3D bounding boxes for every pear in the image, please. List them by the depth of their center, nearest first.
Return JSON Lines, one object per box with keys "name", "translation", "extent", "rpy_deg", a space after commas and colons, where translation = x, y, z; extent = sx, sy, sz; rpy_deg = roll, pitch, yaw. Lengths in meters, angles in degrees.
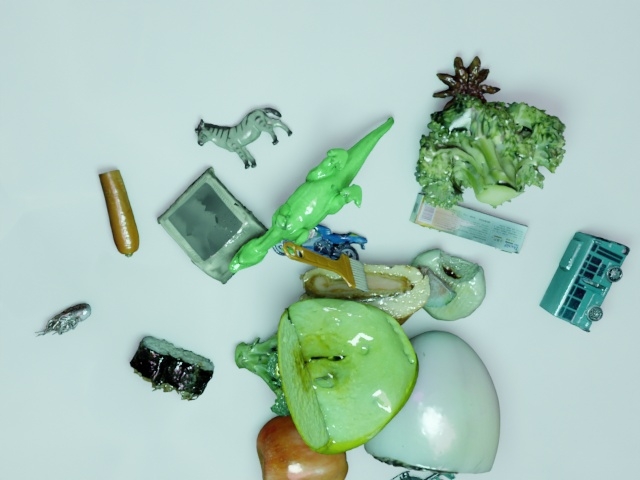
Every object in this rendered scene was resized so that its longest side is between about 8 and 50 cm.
{"name": "pear", "translation": [0.078, 0.306, 1.659], "extent": [0.317, 0.239, 0.343], "rpy_deg": [-10, 66, -21]}

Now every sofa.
{"name": "sofa", "translation": [-0.271, -0.036, 1.840], "extent": [0.210, 0.176, 0.225], "rpy_deg": [-46, 72, 1]}

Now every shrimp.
{"name": "shrimp", "translation": [-0.666, 0.213, 1.837], "extent": [0.165, 0.065, 0.057], "rpy_deg": [-36, 124, 0]}

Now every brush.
{"name": "brush", "translation": [0.016, 0.053, 1.653], "extent": [0.017, 0.314, 0.090], "rpy_deg": [-31, 58, 29]}

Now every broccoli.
{"name": "broccoli", "translation": [0.414, -0.213, 1.792], "extent": [0.338, 0.317, 0.277], "rpy_deg": [33, 137, 13]}
{"name": "broccoli", "translation": [-0.100, 0.310, 1.854], "extent": [0.268, 0.254, 0.269], "rpy_deg": [0, 89, 21]}

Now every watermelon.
{"name": "watermelon", "translation": [0.291, 0.121, 1.811], "extent": [0.081, 0.180, 0.094], "rpy_deg": [-41, 123, -20]}

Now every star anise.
{"name": "star anise", "translation": [0.409, -0.383, 1.871], "extent": [0.233, 0.073, 0.177], "rpy_deg": [24, 104, -19]}

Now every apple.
{"name": "apple", "translation": [-0.042, 0.573, 1.878], "extent": [0.240, 0.242, 0.242], "rpy_deg": [-9, 100, -12]}

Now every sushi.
{"name": "sushi", "translation": [-0.387, 0.339, 1.848], "extent": [0.212, 0.147, 0.115], "rpy_deg": [25, 91, -17]}

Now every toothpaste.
{"name": "toothpaste", "translation": [0.403, -0.045, 1.920], "extent": [0.312, 0.071, 0.089], "rpy_deg": [16, 94, -8]}

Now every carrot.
{"name": "carrot", "translation": [-0.511, -0.067, 1.813], "extent": [0.067, 0.067, 0.225], "rpy_deg": [-13, 99, -4]}

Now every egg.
{"name": "egg", "translation": [0.293, 0.405, 1.847], "extent": [0.354, 0.354, 0.340], "rpy_deg": [8, 84, -8]}

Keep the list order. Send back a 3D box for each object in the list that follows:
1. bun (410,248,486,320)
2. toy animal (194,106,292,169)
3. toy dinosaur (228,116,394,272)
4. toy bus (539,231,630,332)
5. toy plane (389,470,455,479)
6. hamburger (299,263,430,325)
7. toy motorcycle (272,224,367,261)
{"name": "bun", "translation": [0.344, 0.107, 1.907], "extent": [0.203, 0.126, 0.213], "rpy_deg": [-35, 96, 26]}
{"name": "toy animal", "translation": [-0.200, -0.277, 1.817], "extent": [0.216, 0.073, 0.176], "rpy_deg": [-38, 86, -4]}
{"name": "toy dinosaur", "translation": [0.002, -0.111, 1.789], "extent": [0.144, 0.500, 0.374], "rpy_deg": [48, 128, -4]}
{"name": "toy bus", "translation": [0.723, 0.104, 1.950], "extent": [0.147, 0.128, 0.256], "rpy_deg": [23, 97, -8]}
{"name": "toy plane", "translation": [0.274, 0.705, 2.024], "extent": [0.235, 0.060, 0.096], "rpy_deg": [-31, 108, 2]}
{"name": "hamburger", "translation": [0.121, 0.166, 1.849], "extent": [0.329, 0.209, 0.162], "rpy_deg": [-5, 64, 7]}
{"name": "toy motorcycle", "translation": [0.000, 0.000, 1.872], "extent": [0.254, 0.092, 0.136], "rpy_deg": [17, 87, -18]}
